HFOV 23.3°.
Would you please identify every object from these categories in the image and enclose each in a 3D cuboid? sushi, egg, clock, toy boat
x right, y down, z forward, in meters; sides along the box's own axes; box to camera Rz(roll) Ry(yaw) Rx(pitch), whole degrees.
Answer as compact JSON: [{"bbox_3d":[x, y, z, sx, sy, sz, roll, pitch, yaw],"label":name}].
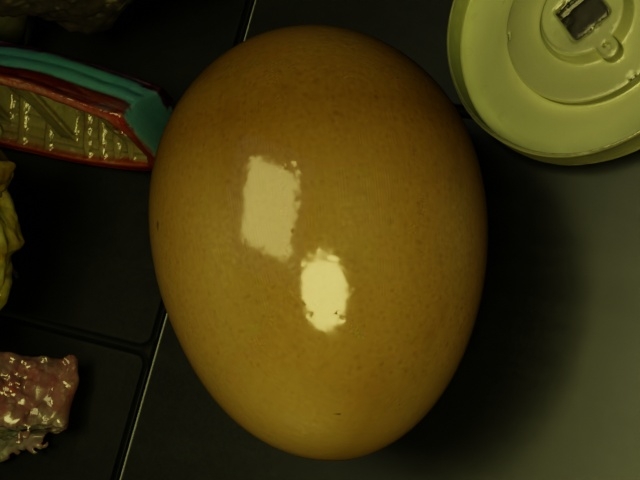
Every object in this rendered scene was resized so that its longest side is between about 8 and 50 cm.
[{"bbox_3d":[-0.350,0.138,1.376,0.241,0.161,0.107,-13,68,30],"label":"sushi"},{"bbox_3d":[0.000,0.000,1.141,0.250,0.250,0.322,-15,72,28],"label":"egg"},{"bbox_3d":[0.205,-0.173,1.196,0.235,0.029,0.235,-10,71,30],"label":"clock"},{"bbox_3d":[-0.298,-0.135,1.449,0.392,0.136,0.079,14,66,34],"label":"toy boat"}]

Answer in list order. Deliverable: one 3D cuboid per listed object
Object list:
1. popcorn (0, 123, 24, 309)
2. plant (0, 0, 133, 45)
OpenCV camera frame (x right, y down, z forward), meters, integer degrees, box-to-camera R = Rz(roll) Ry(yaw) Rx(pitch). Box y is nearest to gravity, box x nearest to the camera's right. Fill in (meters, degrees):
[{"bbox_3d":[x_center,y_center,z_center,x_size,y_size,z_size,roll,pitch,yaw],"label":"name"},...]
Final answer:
[{"bbox_3d":[-0.360,-0.019,1.420,0.266,0.192,0.233,-40,43,36],"label":"popcorn"},{"bbox_3d":[-0.270,-0.300,1.427,0.312,0.213,0.215,-19,68,37],"label":"plant"}]
